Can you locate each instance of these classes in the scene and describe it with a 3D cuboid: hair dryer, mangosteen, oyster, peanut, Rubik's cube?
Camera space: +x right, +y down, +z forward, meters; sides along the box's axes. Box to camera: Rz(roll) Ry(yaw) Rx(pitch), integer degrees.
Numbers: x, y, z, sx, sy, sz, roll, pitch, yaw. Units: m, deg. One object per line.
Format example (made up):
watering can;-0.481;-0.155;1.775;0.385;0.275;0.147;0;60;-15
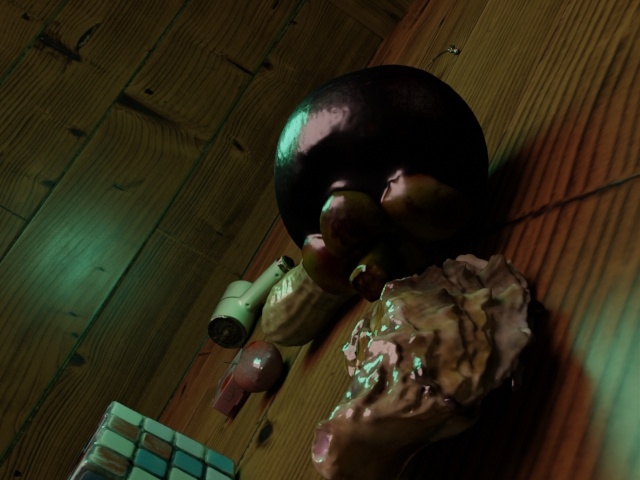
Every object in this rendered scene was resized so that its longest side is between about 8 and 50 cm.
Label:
hair dryer;-0.188;0.155;1.950;0.362;0.128;0.203;-45;13;28
mangosteen;0.067;-0.056;0.772;0.275;0.275;0.302;-50;24;43
oyster;0.075;0.107;0.568;0.238;0.114;0.351;-54;-6;24
peanut;0.004;0.069;1.118;0.298;0.120;0.136;-50;17;31
Rubik's cube;-0.303;0.453;1.024;0.256;0.259;0.253;-57;8;2

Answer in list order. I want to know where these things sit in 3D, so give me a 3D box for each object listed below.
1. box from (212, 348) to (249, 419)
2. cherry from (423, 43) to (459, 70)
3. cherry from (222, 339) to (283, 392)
box;-0.195;0.331;1.513;0.111;0.060;0.156;-56;10;7
cherry;0.229;-0.370;1.507;0.225;0.090;0.107;-45;1;22
cherry;-0.121;0.254;1.274;0.106;0.087;0.126;-51;27;1
